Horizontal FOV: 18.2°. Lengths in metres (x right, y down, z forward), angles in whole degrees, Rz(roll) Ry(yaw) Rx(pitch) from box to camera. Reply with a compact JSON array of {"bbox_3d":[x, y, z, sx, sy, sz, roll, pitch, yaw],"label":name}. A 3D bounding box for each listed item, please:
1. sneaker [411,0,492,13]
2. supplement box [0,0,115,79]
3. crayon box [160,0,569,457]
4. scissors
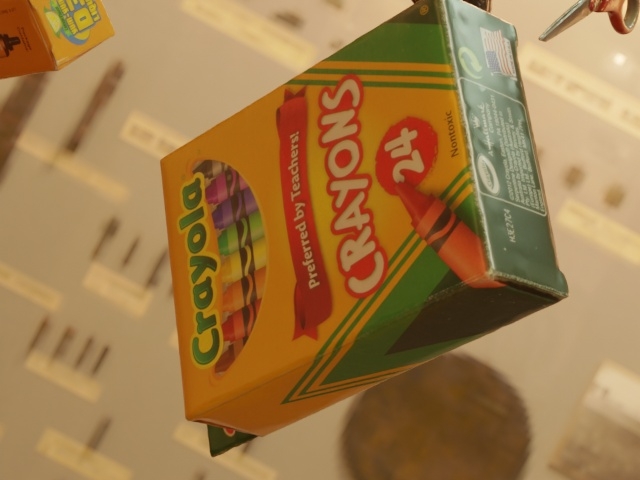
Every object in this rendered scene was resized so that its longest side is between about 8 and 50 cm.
[{"bbox_3d":[0.115,-0.333,2.231,0.162,0.106,0.281,-72,145,-61],"label":"sneaker"},{"bbox_3d":[-0.287,-0.193,1.816,0.233,0.080,0.078,0,-64,53],"label":"supplement box"},{"bbox_3d":[0.000,0.000,1.311,0.081,0.318,0.202,17,55,-43],"label":"crayon box"},{"bbox_3d":[0.305,-0.277,2.210,0.021,0.109,0.297,17,16,27],"label":"scissors"}]
